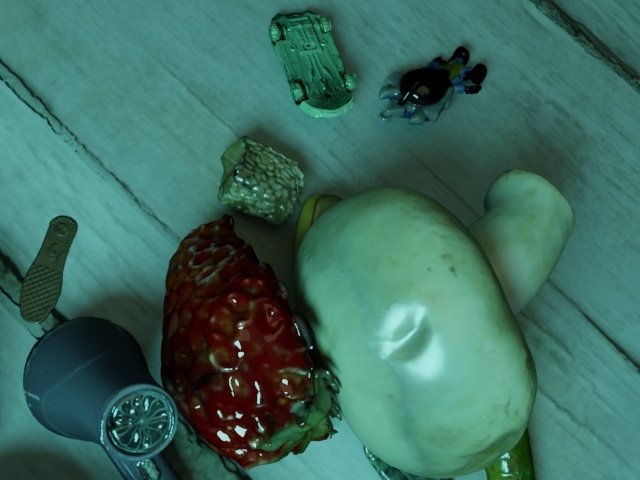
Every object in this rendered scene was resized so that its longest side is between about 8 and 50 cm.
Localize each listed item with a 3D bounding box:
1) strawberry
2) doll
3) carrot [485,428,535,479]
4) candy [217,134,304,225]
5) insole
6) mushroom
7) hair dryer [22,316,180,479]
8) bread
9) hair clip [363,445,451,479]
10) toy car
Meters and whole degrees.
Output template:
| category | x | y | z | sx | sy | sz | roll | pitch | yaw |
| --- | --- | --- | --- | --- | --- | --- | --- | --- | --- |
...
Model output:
| category | x | y | z | sx | sy | sz | roll | pitch | yaw |
| --- | --- | --- | --- | --- | --- | --- | --- | --- | --- |
| strawberry | -0.098 | 0.106 | 0.788 | 0.150 | 0.253 | 0.280 | -28 | 78 | -13 |
| doll | 0.150 | -0.210 | 1.052 | 0.195 | 0.070 | 0.096 | -34 | 67 | -29 |
| carrot | 0.218 | 0.209 | 0.926 | 0.074 | 0.074 | 0.359 | -1 | 74 | -14 |
| candy | -0.075 | -0.071 | 0.940 | 0.110 | 0.085 | 0.095 | 21 | 61 | -17 |
| insole | -0.317 | 0.032 | 0.886 | 0.045 | 0.002 | 0.135 | 17 | 68 | -8 |
| mushroom | 0.095 | 0.066 | 0.814 | 0.315 | 0.315 | 0.356 | 15 | 57 | -9 |
| hair dryer | -0.152 | 0.240 | 0.749 | 0.121 | 0.301 | 0.361 | -36 | 108 | -23 |
| bread | 0.000 | 0.000 | 0.947 | 0.082 | 0.056 | 0.115 | 11 | 82 | -36 |
| hair clip | 0.137 | 0.300 | 0.889 | 0.229 | 0.036 | 0.066 | 45 | 62 | 10 |
| toy car | -0.015 | -0.233 | 1.024 | 0.093 | 0.058 | 0.186 | -12 | 63 | -17 |
